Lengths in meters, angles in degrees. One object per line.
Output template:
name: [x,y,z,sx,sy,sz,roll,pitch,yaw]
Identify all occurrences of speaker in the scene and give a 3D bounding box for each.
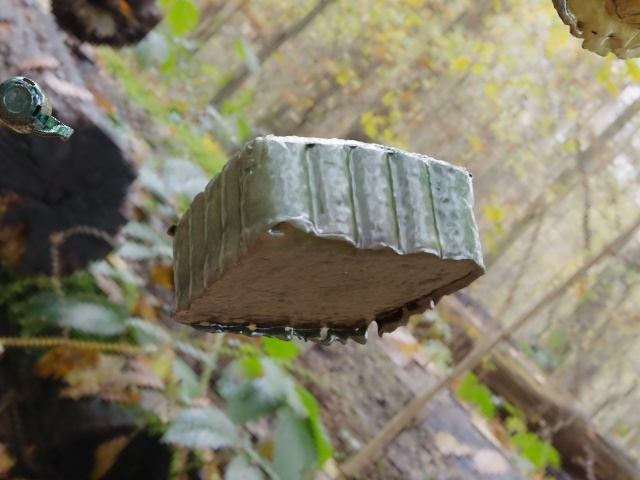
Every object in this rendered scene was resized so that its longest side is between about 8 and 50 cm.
speaker: [-0.340,-0.145,1.593,0.094,0.060,0.075,52,-3,3]

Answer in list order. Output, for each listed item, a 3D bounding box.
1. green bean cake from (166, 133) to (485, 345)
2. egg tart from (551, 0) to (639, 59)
green bean cake: [0.000,0.000,0.932,0.173,0.094,0.181,7,-25,-25]
egg tart: [0.230,-0.212,0.686,0.116,0.295,0.295,41,-2,31]
